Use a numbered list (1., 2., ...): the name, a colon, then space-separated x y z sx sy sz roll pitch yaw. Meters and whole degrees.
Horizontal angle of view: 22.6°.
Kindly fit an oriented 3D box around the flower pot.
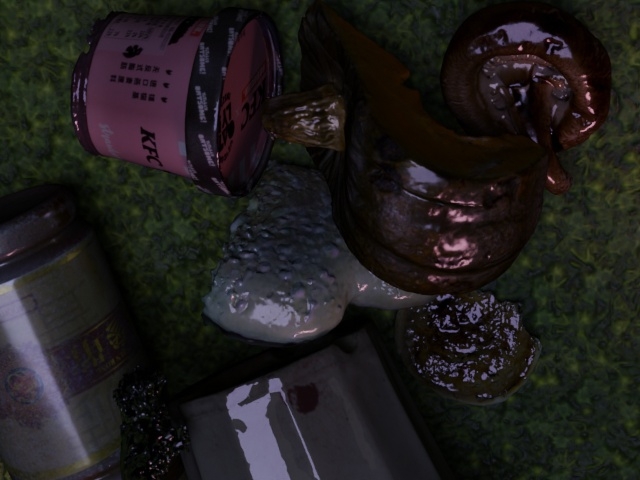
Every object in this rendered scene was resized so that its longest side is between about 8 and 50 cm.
1. flower pot: 0.002 0.217 1.333 0.290 0.290 0.259 -21 94 16

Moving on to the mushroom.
1. mushroom: 0.169 -0.114 1.277 0.135 0.080 0.171 -7 115 27

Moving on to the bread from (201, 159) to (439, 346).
1. bread: 0.000 0.000 1.322 0.232 0.172 0.064 -15 139 -24

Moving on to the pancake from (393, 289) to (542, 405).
1. pancake: 0.124 0.087 1.385 0.129 0.022 0.116 32 111 3

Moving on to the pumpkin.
1. pumpkin: 0.050 -0.063 1.258 0.248 0.126 0.131 32 141 15

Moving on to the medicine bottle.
1. medicine bottle: -0.222 0.123 1.388 0.151 0.151 0.322 -17 105 15

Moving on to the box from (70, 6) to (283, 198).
1. box: -0.116 -0.119 1.292 0.135 0.151 0.151 11 111 15

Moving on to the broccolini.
1. broccolini: -0.134 0.239 1.286 0.062 0.123 0.271 -2 93 -5
